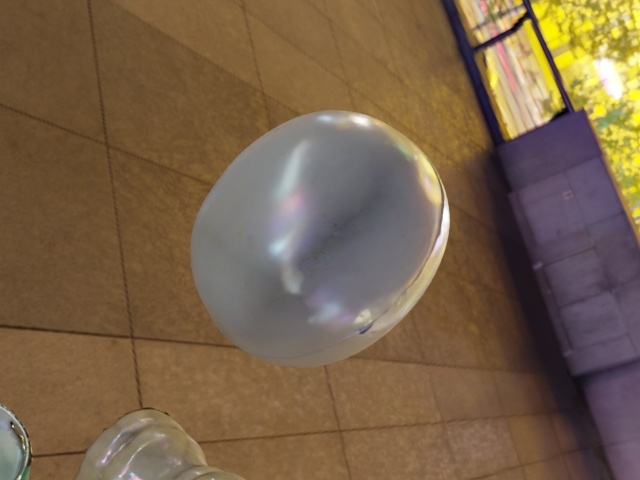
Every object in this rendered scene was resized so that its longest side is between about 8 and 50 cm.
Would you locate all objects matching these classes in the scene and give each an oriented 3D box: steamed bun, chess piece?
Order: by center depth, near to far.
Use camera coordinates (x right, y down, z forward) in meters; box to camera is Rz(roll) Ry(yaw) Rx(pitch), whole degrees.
[{"bbox_3d":[-0.089,0.265,0.596,0.137,0.301,0.137,-19,116,-43],"label":"chess piece"},{"bbox_3d":[-0.002,-0.003,0.968,0.334,0.374,0.334,48,-3,3],"label":"steamed bun"}]

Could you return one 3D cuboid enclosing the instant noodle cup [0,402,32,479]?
[{"bbox_3d":[-0.499,0.332,0.902,0.251,0.190,0.251,21,29,-12],"label":"instant noodle cup"}]
